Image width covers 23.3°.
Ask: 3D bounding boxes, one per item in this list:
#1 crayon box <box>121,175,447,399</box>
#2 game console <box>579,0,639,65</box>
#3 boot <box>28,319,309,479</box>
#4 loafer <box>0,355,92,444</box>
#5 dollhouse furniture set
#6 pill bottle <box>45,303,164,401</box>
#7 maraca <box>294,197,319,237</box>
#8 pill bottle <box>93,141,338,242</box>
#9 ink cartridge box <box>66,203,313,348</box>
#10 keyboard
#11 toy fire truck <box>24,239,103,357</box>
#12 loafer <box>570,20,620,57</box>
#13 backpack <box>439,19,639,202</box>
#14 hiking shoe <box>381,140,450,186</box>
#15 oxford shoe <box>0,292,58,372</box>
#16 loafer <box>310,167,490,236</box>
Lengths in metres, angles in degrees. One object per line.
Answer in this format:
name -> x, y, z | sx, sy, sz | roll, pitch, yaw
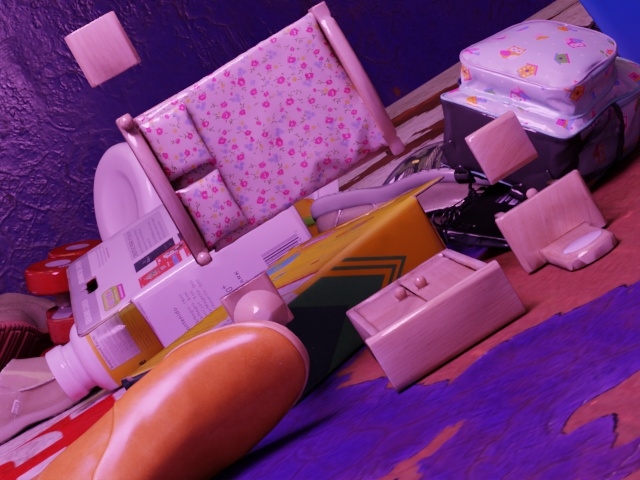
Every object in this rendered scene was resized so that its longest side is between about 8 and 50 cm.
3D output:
crayon box -> -0.013, 0.064, 1.472 | 0.202, 0.081, 0.318 | -24, 11, 48
game console -> 0.473, -0.331, 1.841 | 0.293, 0.250, 0.173 | -29, 34, 23
boot -> -0.144, 0.187, 1.155 | 0.295, 0.104, 0.211 | -34, 10, 23
loafer -> -0.396, 0.200, 2.148 | 0.268, 0.092, 0.102 | -32, 9, 16
dollhouse furniture set -> 0.020, -0.082, 1.206 | 0.303, 0.356, 0.174 | -31, 7, -4
pill bottle -> -0.258, 0.129, 2.010 | 0.184, 0.103, 0.103 | -32, 7, -1
maraca -> -0.025, -0.013, 2.021 | 0.185, 0.099, 0.127 | -22, -5, 8
pill bottle -> -0.148, -0.066, 2.284 | 0.333, 0.188, 0.188 | -8, -8, -33
ink cartridge box -> -0.143, 0.043, 1.791 | 0.271, 0.130, 0.309 | -32, 17, -2
keyboard -> 0.177, -0.027, 1.489 | 0.100, 0.038, 0.192 | 9, 26, 27
toy fire truck -> -0.285, 0.091, 2.311 | 0.253, 0.169, 0.302 | -6, 11, 7
loafer -> 0.335, -0.249, 2.129 | 0.302, 0.095, 0.109 | -30, 7, 15
backpack -> 0.221, -0.131, 1.491 | 0.165, 0.144, 0.188 | 19, 29, 35
hiking shoe -> 0.152, -0.074, 1.717 | 0.226, 0.086, 0.114 | -29, 4, 16
oxford shoe -> -0.491, 0.148, 2.396 | 0.123, 0.130, 0.348 | -57, -22, 11
loafer -> 0.102, -0.021, 1.642 | 0.251, 0.087, 0.094 | -12, -8, 40
